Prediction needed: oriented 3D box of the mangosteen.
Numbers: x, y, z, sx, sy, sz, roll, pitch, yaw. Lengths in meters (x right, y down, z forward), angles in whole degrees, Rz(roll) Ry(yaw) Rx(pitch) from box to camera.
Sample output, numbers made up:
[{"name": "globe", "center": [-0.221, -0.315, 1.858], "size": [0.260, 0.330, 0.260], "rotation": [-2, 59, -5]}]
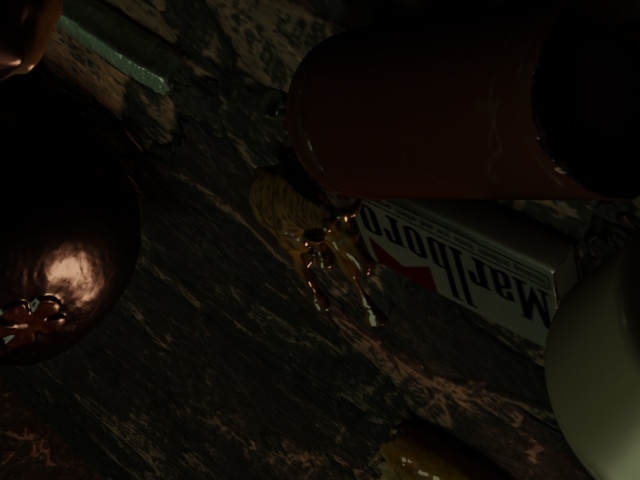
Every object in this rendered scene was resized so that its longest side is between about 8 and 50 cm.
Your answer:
[{"name": "mangosteen", "center": [-0.313, -0.038, 1.480], "size": [0.302, 0.275, 0.275], "rotation": [61, 176, 35]}]

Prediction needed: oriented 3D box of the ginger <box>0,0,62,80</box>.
[{"name": "ginger", "center": [-0.300, -0.217, 1.031], "size": [0.413, 0.358, 0.211], "rotation": [9, -175, 29]}]

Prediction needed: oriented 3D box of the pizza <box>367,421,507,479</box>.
[{"name": "pizza", "center": [0.126, 0.281, 1.629], "size": [0.189, 0.071, 0.297], "rotation": [34, 161, 12]}]

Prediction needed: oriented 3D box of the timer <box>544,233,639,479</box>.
[{"name": "timer", "center": [0.237, 0.015, 0.757], "size": [0.175, 0.175, 0.266], "rotation": [36, 143, 8]}]

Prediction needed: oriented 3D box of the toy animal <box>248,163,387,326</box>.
[{"name": "toy animal", "center": [-0.005, -0.008, 1.172], "size": [0.149, 0.054, 0.275], "rotation": [56, 172, 14]}]

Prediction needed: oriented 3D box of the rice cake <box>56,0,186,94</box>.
[{"name": "rice cake", "center": [-0.176, -0.168, 1.219], "size": [0.171, 0.033, 0.029], "rotation": [34, 157, 17]}]

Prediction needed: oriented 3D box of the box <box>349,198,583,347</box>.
[{"name": "box", "center": [0.104, 0.008, 1.100], "size": [0.177, 0.036, 0.115], "rotation": [28, 157, 29]}]

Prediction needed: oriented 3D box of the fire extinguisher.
[{"name": "fire extinguisher", "center": [0.076, -0.068, 0.900], "size": [0.147, 0.106, 0.337], "rotation": [20, 172, -28]}]
